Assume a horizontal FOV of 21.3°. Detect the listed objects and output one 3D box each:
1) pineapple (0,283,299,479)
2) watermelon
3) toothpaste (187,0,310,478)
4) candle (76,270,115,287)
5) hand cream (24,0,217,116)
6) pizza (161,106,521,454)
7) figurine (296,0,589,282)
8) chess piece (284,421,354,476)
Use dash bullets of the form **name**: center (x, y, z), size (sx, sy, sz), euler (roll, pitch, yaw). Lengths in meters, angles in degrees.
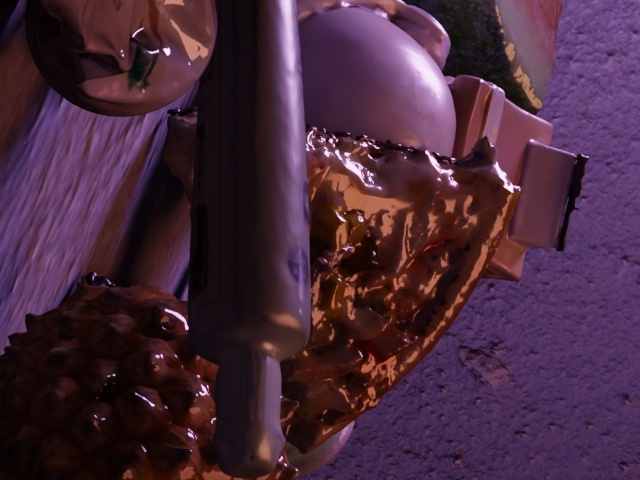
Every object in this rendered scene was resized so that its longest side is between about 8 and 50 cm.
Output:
- **pineapple**: center (-0.087, 0.124, 0.478), size (0.277, 0.119, 0.130), euler (-63, 167, -60)
- **watermelon**: center (0.081, -0.208, 1.068), size (0.256, 0.193, 0.140), euler (-63, 144, -26)
- **toothpaste**: center (-0.023, -0.052, 0.537), size (0.067, 0.037, 0.255), euler (94, -5, -68)
- **candle**: center (-0.082, 0.062, 0.786), size (0.301, 0.059, 0.084), euler (80, 22, -84)
- **hand cream**: center (-0.053, -0.082, 0.368), size (0.257, 0.050, 0.084), euler (93, 21, -73)
- **pizza**: center (0.000, 0.000, 0.789), size (0.185, 0.195, 0.052), euler (-53, -143, -3)
- **figurine**: center (0.024, -0.050, 0.906), size (0.237, 0.141, 0.162), euler (15, 88, -45)
- **chess piece**: center (-0.060, 0.151, 1.514), size (0.139, 0.139, 0.272), euler (-68, 166, 3)
